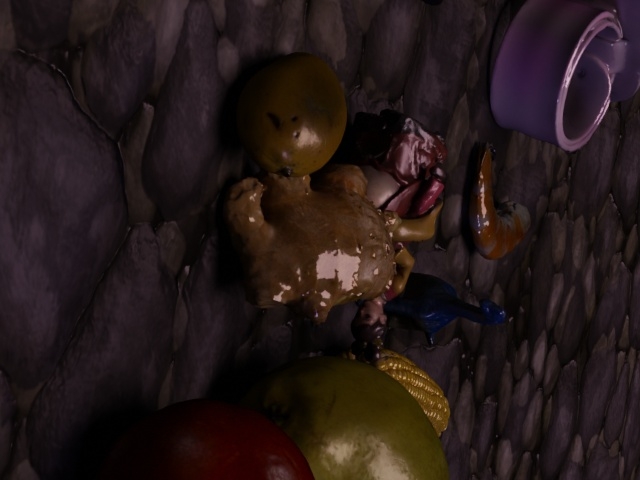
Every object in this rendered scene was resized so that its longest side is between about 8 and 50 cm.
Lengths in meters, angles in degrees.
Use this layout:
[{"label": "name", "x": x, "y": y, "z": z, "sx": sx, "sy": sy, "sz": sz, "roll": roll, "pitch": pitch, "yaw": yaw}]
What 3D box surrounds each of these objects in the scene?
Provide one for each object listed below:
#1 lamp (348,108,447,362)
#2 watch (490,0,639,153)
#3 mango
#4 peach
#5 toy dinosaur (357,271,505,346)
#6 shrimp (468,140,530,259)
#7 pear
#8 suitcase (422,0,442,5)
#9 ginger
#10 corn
[{"label": "lamp", "x": 0.053, "y": -0.009, "z": 1.629, "sx": 0.118, "sy": 0.118, "sz": 0.253, "roll": 41, "pitch": 65, "yaw": -61}, {"label": "watch", "x": 0.331, "y": -0.245, "z": 2.051, "sx": 0.217, "sy": 0.211, "sz": 0.248, "roll": -42, "pitch": 145, "yaw": -40}, {"label": "mango", "x": -0.023, "y": -0.123, "z": 1.456, "sx": 0.103, "sy": 0.076, "sz": 0.161, "roll": 39, "pitch": 35, "yaw": -13}, {"label": "peach", "x": -0.095, "y": 0.251, "z": 1.315, "sx": 0.243, "sy": 0.199, "sz": 0.243, "roll": 9, "pitch": 90, "yaw": -75}, {"label": "toy dinosaur", "x": 0.152, "y": 0.088, "z": 1.786, "sx": 0.075, "sy": 0.188, "sz": 0.247, "roll": -65, "pitch": 154, "yaw": -13}, {"label": "shrimp", "x": 0.231, "y": -0.060, "z": 2.070, "sx": 0.161, "sy": 0.049, "sz": 0.166, "roll": -34, "pitch": 121, "yaw": -55}, {"label": "pear", "x": 0.016, "y": 0.226, "z": 1.525, "sx": 0.269, "sy": 0.212, "sz": 0.212, "roll": 45, "pitch": 58, "yaw": -44}, {"label": "suitcase", "x": 0.065, "y": -0.413, "z": 1.412, "sx": 0.335, "sy": 0.152, "sz": 0.229, "roll": 73, "pitch": 37, "yaw": -57}, {"label": "ginger", "x": 0.000, "y": 0.000, "z": 1.506, "sx": 0.216, "sy": 0.102, "sz": 0.157, "roll": -13, "pitch": 76, "yaw": -44}, {"label": "corn", "x": 0.082, "y": 0.177, "z": 1.781, "sx": 0.244, "sy": 0.093, "sz": 0.093, "roll": 33, "pitch": 70, "yaw": -64}]
